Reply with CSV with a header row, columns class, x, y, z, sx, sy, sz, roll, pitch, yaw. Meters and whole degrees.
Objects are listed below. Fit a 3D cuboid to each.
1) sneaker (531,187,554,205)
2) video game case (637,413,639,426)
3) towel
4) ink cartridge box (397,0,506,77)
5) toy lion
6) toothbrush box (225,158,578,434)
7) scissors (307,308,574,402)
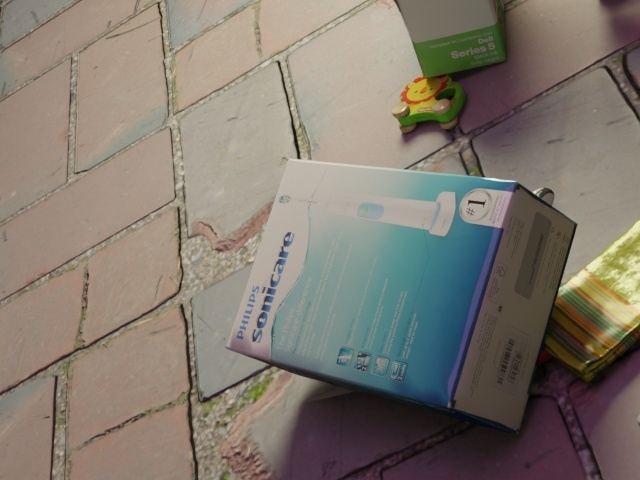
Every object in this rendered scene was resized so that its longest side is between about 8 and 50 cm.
class,x,y,z,sx,sy,sz,roll,pitch,yaw
sneaker,0.225,-0.006,1.250,0.044,0.040,0.109,14,69,39
video game case,0.427,0.094,0.985,0.285,0.025,0.204,-47,38,-9
towel,0.305,0.029,1.139,0.237,0.021,0.102,-40,43,-8
ink cartridge box,0.148,-0.374,1.479,0.115,0.273,0.198,-9,45,16
toy lion,0.140,-0.180,1.503,0.100,0.034,0.096,0,45,40
toothbrush box,0.074,0.047,1.178,0.295,0.126,0.216,8,77,42
scissors,0.118,0.129,1.210,0.297,0.021,0.109,-29,40,11
